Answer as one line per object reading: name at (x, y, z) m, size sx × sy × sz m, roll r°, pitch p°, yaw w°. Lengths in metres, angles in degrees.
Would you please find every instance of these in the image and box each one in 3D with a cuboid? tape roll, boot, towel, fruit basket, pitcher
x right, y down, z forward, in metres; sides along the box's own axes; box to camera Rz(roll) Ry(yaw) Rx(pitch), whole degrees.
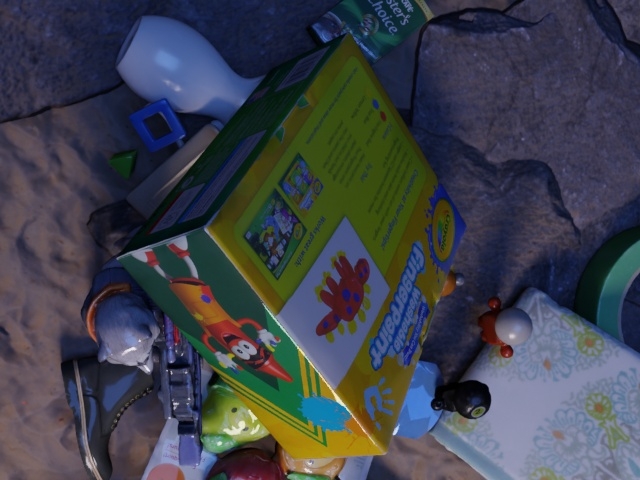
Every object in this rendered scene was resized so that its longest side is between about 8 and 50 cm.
tape roll at (0.625, 0.132, 1.382) m, size 0.321 × 0.077 × 0.321 m, roll -1°, pitch 95°, yaw -14°
boot at (-0.310, 0.268, 1.165) m, size 0.137 × 0.077 × 0.198 m, roll -13°, pitch 99°, yaw -18°
towel at (0.414, 0.304, 1.254) m, size 0.374 × 0.090 × 0.320 m, roll 35°, pitch 82°, yaw 24°
fruit basket at (-0.080, 0.326, 1.139) m, size 0.327 × 0.165 × 0.353 m, roll 25°, pitch 66°, yaw -8°
pitcher at (-0.205, -0.222, 1.129) m, size 0.207 × 0.125 × 0.178 m, roll 27°, pitch 102°, yaw -26°

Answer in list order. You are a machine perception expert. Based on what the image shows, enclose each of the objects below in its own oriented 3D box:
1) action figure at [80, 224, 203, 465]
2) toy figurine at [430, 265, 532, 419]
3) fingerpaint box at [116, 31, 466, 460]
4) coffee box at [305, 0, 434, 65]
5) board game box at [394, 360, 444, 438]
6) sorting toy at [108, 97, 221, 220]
action figure at (-0.245, 0.129, 1.021) m, size 0.178 × 0.330 × 0.341 m, roll -3°, pitch 91°, yaw -8°
toy figurine at (0.207, 0.159, 1.211) m, size 0.209 × 0.148 × 0.213 m, roll 36°, pitch 80°, yaw -2°
fingerpaint box at (0.000, 0.000, 1.017) m, size 0.371 × 0.163 × 0.445 m, roll 54°, pitch 41°, yaw -25°
coffee box at (0.081, -0.353, 1.220) m, size 0.184 × 0.040 × 0.113 m, roll -38°, pitch 102°, yaw -8°
board game box at (0.127, 0.262, 1.291) m, size 0.169 × 0.033 × 0.133 m, roll 11°, pitch 91°, yaw -6°
sorting toy at (-0.167, -0.060, 1.155) m, size 0.196 × 0.047 × 0.347 m, roll -37°, pitch 108°, yaw 21°
